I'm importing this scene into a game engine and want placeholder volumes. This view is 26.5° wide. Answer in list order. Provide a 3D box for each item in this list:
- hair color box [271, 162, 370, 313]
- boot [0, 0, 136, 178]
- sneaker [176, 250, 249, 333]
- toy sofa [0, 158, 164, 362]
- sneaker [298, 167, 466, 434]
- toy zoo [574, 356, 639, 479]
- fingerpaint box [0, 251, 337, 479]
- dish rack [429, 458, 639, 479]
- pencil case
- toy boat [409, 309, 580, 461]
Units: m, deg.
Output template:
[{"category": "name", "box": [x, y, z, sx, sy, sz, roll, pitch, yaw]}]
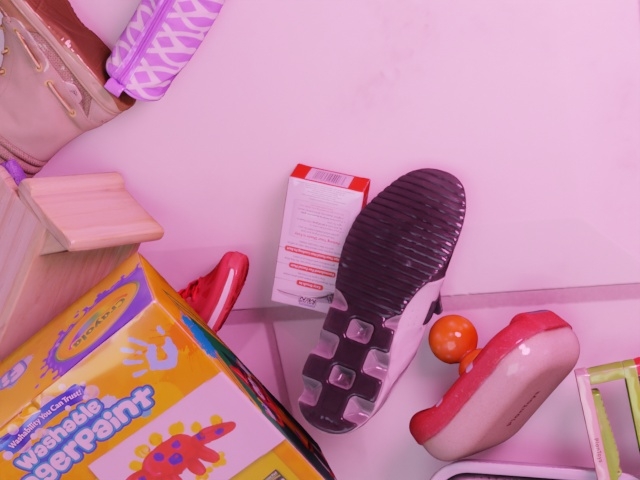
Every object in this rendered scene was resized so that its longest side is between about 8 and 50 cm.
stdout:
[{"category": "hair color box", "box": [0.000, 0.000, 1.630, 0.093, 0.053, 0.167, 13, 114, 8]}, {"category": "boot", "box": [-0.373, -0.213, 1.619, 0.203, 0.095, 0.262, -33, 109, 25]}, {"category": "sneaker", "box": [-0.183, 0.084, 1.699, 0.128, 0.087, 0.221, 29, 116, 1]}, {"category": "toy sofa", "box": [-0.356, 0.076, 1.703, 0.177, 0.150, 0.362, 44, 121, 29]}, {"category": "sneaker", "box": [0.078, 0.071, 1.606, 0.122, 0.146, 0.330, 27, 90, 17]}, {"category": "toy zoo", "box": [0.458, 0.212, 1.573, 0.293, 0.030, 0.192, -13, 101, 7]}, {"category": "fingerpaint box", "box": [-0.260, 0.298, 1.607, 0.445, 0.163, 0.371, -40, 115, 3]}, {"category": "dish rack", "box": [0.267, 0.422, 1.698, 0.286, 0.072, 0.332, 4, 107, 7]}, {"category": "pencil case", "box": [-0.169, -0.255, 1.549, 0.086, 0.088, 0.206, 35, 118, 2]}, {"category": "toy boat", "box": [0.185, 0.152, 1.615, 0.151, 0.151, 0.231, 50, 119, 26]}]
